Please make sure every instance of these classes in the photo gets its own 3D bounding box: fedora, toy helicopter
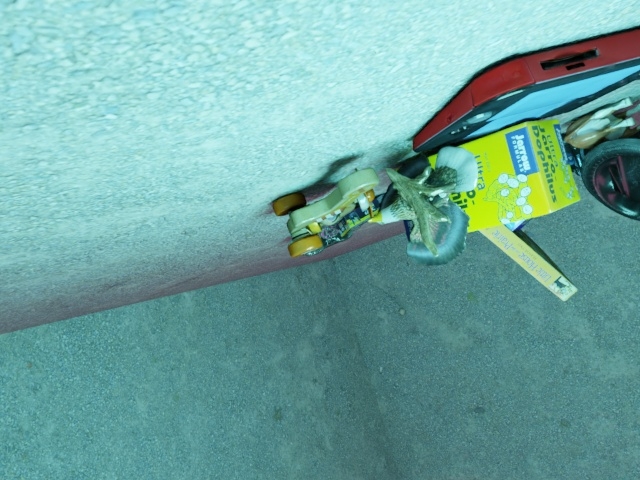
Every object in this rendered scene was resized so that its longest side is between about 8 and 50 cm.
[{"bbox_3d":[0.867,-0.193,1.339,0.153,0.334,0.334,-56,-175,-15],"label":"fedora"},{"bbox_3d":[0.049,-0.085,1.141,0.234,0.140,0.355,-18,173,-22],"label":"toy helicopter"}]

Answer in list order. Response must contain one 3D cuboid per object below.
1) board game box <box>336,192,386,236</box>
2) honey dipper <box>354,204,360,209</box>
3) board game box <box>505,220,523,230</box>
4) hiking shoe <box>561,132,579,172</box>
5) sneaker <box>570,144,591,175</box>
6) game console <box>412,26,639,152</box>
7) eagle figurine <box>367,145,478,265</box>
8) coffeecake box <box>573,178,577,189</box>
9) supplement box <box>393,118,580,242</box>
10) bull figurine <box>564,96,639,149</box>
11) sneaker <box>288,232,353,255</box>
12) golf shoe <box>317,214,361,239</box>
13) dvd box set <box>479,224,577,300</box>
[{"bbox_3d":[0.144,-0.085,1.677,0.170,0.048,0.141,-29,176,-14],"label":"board game box"},{"bbox_3d":[0.096,-0.105,1.650,0.030,0.031,0.160,-20,178,29],"label":"honey dipper"},{"bbox_3d":[0.522,-0.140,1.488,0.078,0.233,0.347,-47,164,20],"label":"board game box"},{"bbox_3d":[0.714,-0.239,1.668,0.113,0.132,0.304,-16,175,-8],"label":"hiking shoe"},{"bbox_3d":[0.899,-0.288,1.727,0.125,0.140,0.340,-25,172,42],"label":"sneaker"},{"bbox_3d":[0.390,-0.253,0.906,0.386,0.060,0.342,-16,174,-11],"label":"game console"},{"bbox_3d":[0.209,-0.073,1.087,0.225,0.227,0.298,13,177,18],"label":"eagle figurine"},{"bbox_3d":[0.671,-0.212,1.518,0.068,0.186,0.142,-17,174,-7],"label":"coffeecake box"},{"bbox_3d":[0.374,-0.129,1.188,0.356,0.194,0.195,-16,-179,45],"label":"supplement box"},{"bbox_3d":[0.803,-0.312,1.406,0.310,0.101,0.188,-16,171,-39],"label":"bull figurine"},{"bbox_3d":[0.000,0.000,2.010,0.267,0.101,0.106,-16,177,-13],"label":"sneaker"},{"bbox_3d":[0.069,-0.061,1.871,0.186,0.068,0.086,-16,-159,-20],"label":"golf shoe"},{"bbox_3d":[0.560,-0.021,1.528,0.062,0.420,0.308,-47,-157,19],"label":"dvd box set"}]
